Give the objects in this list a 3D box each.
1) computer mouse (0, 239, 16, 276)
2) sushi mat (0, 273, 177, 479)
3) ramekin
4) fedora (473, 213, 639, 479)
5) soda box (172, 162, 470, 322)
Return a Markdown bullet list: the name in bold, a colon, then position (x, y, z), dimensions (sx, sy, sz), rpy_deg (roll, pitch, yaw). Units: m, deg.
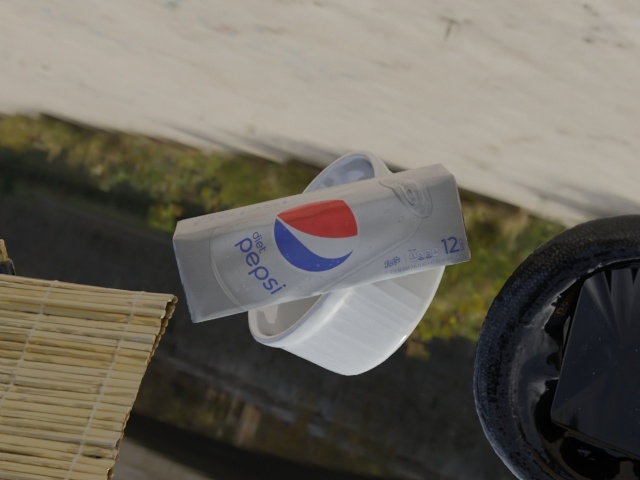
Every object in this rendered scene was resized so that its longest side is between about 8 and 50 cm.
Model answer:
- **computer mouse**: position (-0.342, 0.020, 1.157), dimensions (0.184, 0.262, 0.060), rpy_deg (-23, -166, -25)
- **sushi mat**: position (-0.262, 0.082, 0.950), dimensions (0.316, 0.151, 0.019), rpy_deg (6, 151, 17)
- **ramekin**: position (0.039, 0.036, 1.815), dimensions (0.135, 0.277, 0.277), rpy_deg (31, 173, -20)
- **fedora**: position (0.309, 0.107, 1.397), dimensions (0.334, 0.334, 0.152), rpy_deg (18, -152, 6)
- **soda box**: position (0.000, 0.000, 1.436), dimensions (0.286, 0.091, 0.098), rpy_deg (-12, -169, 0)
